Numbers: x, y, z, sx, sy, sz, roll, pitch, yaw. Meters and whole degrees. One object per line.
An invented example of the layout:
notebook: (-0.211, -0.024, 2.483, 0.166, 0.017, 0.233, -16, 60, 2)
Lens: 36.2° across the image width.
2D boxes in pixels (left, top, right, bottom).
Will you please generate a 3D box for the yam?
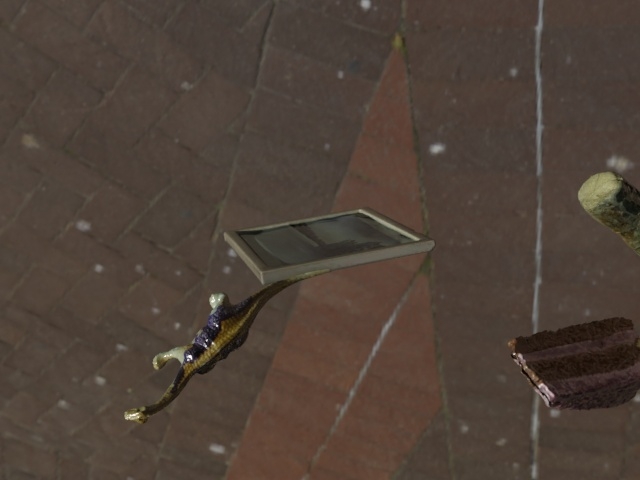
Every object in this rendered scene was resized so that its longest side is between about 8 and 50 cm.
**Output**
yam: (0.404, 0.003, 1.173, 0.061, 0.061, 0.274, -24, 135, 38)

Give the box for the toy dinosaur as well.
toy dinosaur: (-0.070, 0.064, 0.669, 0.058, 0.180, 0.037, 4, 133, 49)

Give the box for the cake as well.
cake: (0.382, 0.177, 1.411, 0.295, 0.116, 0.113, 3, 134, -46)

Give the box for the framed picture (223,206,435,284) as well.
framed picture: (0.000, 0.000, 1.253, 0.213, 0.289, 0.016, -11, 102, -11)
